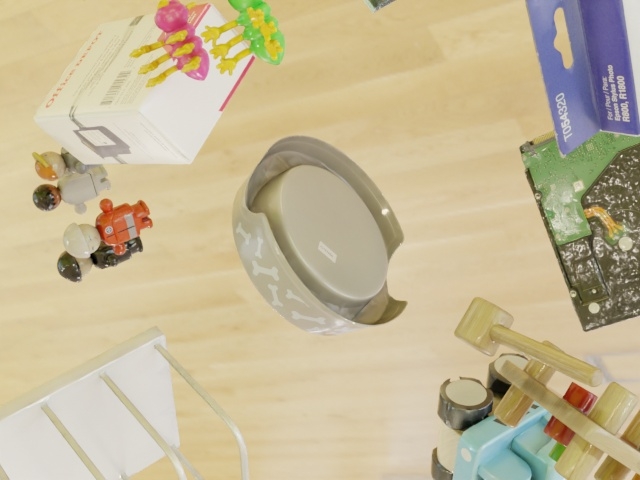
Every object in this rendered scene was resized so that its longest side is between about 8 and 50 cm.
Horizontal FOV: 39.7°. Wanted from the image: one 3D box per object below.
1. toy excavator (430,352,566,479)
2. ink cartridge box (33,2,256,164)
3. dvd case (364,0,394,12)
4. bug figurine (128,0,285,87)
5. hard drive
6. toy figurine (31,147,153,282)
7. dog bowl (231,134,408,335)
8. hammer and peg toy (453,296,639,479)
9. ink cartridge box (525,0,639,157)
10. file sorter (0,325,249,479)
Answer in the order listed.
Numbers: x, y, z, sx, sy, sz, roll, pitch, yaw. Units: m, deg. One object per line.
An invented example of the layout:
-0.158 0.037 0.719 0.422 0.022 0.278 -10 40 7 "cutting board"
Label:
0.379 0.456 1.645 0.445 0.433 0.222 33 132 42 "toy excavator"
-0.223 -0.189 1.102 0.237 0.172 0.100 5 149 44 "ink cartridge box"
0.083 -0.314 0.983 0.119 0.087 0.013 -33 173 -16 "dvd case"
-0.128 -0.262 0.875 0.279 0.072 0.216 -4 116 42 "bug figurine"
0.489 -0.044 1.453 0.237 0.338 0.064 -24 170 31 "hard drive"
-0.393 -0.052 1.480 0.148 0.209 0.213 -25 173 -24 "toy figurine"
0.000 0.000 1.462 0.349 0.348 0.102 29 133 -33 "dog bowl"
0.323 0.226 1.085 0.361 0.127 0.266 33 -179 -15 "hammer and peg toy"
0.411 -0.305 1.105 0.071 0.330 0.324 35 156 50 "ink cartridge box"
-0.228 0.258 0.872 0.173 0.278 0.192 39 143 36 "file sorter"
